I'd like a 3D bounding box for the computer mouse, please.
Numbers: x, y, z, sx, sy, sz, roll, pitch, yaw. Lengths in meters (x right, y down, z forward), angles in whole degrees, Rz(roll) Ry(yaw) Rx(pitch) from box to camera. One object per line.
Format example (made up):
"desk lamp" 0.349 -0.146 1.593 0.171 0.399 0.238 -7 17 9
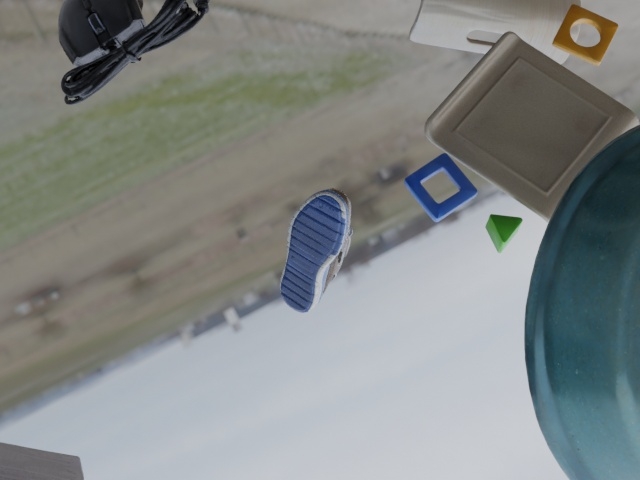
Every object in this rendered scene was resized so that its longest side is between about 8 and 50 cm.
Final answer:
"computer mouse" -0.205 -0.251 1.641 0.184 0.060 0.262 -31 -154 9

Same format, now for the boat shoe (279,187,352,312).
"boat shoe" 0.000 0.000 1.769 0.066 0.066 0.183 -45 164 -43

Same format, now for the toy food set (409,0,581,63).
"toy food set" 0.217 -0.385 2.020 0.219 0.306 0.092 7 156 -17

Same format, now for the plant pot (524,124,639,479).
"plant pot" 0.383 0.072 1.121 0.341 0.341 0.334 -27 -165 -28

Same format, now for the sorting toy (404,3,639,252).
"sorting toy" 0.246 -0.129 1.807 0.348 0.196 0.047 -48 167 -20

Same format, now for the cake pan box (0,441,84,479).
"cake pan box" -0.302 0.195 1.191 0.266 0.070 0.246 12 -178 -13
